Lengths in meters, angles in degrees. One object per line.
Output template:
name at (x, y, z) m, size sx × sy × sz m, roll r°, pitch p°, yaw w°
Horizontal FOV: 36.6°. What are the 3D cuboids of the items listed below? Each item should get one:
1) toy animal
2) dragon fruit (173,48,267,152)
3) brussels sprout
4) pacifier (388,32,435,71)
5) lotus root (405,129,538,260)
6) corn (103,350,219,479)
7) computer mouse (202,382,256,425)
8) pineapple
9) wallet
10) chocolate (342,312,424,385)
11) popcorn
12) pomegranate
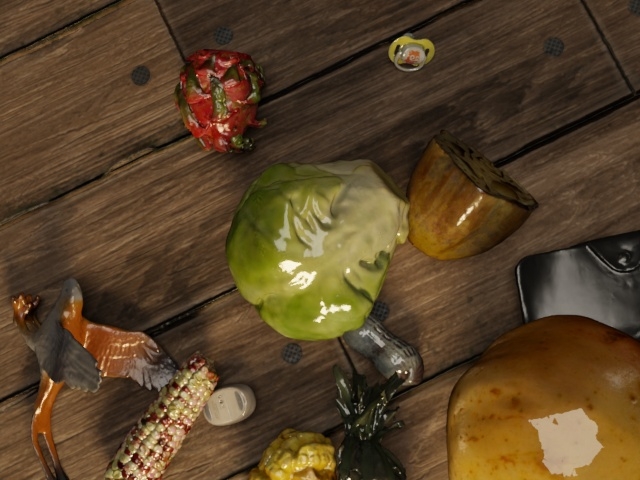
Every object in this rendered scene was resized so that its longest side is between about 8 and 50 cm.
toy animal at (-0.439, 0.230, 1.652) m, size 0.302 × 0.225 × 0.284 m, roll 47°, pitch 108°, yaw 21°
dragon fruit at (-0.164, -0.239, 1.668) m, size 0.166 × 0.160 × 0.172 m, roll 1°, pitch 99°, yaw -32°
brussels sprout at (-0.014, -0.001, 1.567) m, size 0.274 × 0.242 × 0.316 m, roll 25°, pitch 91°, yaw 11°
pacifier at (0.158, -0.338, 1.707) m, size 0.083 × 0.068 × 0.064 m, roll 5°, pitch 48°, yaw -13°
lotus root at (0.235, -0.054, 1.620) m, size 0.180 × 0.199 × 0.188 m, roll -58°, pitch 41°, yaw 24°
corn at (-0.260, 0.316, 1.615) m, size 0.092 × 0.092 × 0.280 m, roll 36°, pitch 90°, yaw 7°
computer mouse at (-0.153, 0.278, 1.645) m, size 0.096 × 0.039 × 0.066 m, roll -21°, pitch 81°, yaw 19°
pineapple at (0.079, 0.369, 1.509) m, size 0.165 × 0.165 × 0.364 m, roll -9°, pitch 77°, yaw 3°
wallet at (0.519, 0.085, 1.622) m, size 0.377 × 0.051 × 0.197 m, roll -10°, pitch 84°, yaw 1°
chocolate at (0.105, 0.182, 1.625) m, size 0.167 × 0.072 × 0.072 m, roll 38°, pitch 86°, yaw 10°
popcorn at (-0.054, 0.406, 1.577) m, size 0.163 × 0.140 × 0.194 m, roll 0°, pitch 93°, yaw -4°
pomegranate at (0.349, 0.310, 1.465) m, size 0.410 × 0.410 × 0.410 m, roll 0°, pitch 82°, yaw 4°
